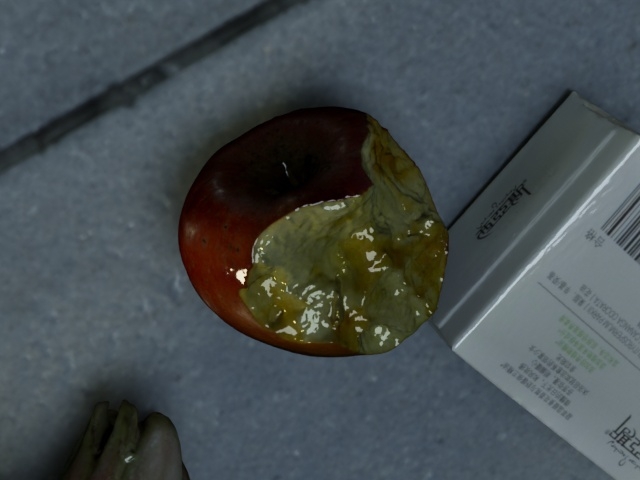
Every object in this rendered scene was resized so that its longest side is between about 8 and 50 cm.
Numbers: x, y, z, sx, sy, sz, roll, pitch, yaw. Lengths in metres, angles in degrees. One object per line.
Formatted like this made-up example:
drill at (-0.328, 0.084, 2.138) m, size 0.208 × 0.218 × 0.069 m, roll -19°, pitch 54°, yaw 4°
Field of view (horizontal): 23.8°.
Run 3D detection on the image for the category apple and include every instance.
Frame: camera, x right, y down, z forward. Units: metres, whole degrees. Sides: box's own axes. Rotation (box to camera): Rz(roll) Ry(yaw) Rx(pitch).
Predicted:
apple at (-0.004, 0.002, 0.979) m, size 0.156 × 0.147 × 0.158 m, roll -56°, pitch 137°, yaw -29°

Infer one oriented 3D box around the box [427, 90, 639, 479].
box at (0.217, 0.050, 1.101) m, size 0.194 × 0.111 × 0.260 m, roll -48°, pitch 123°, yaw 5°

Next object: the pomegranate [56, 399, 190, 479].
pomegranate at (-0.174, 0.268, 0.989) m, size 0.285 × 0.285 × 0.341 m, roll 34°, pitch 67°, yaw -30°
